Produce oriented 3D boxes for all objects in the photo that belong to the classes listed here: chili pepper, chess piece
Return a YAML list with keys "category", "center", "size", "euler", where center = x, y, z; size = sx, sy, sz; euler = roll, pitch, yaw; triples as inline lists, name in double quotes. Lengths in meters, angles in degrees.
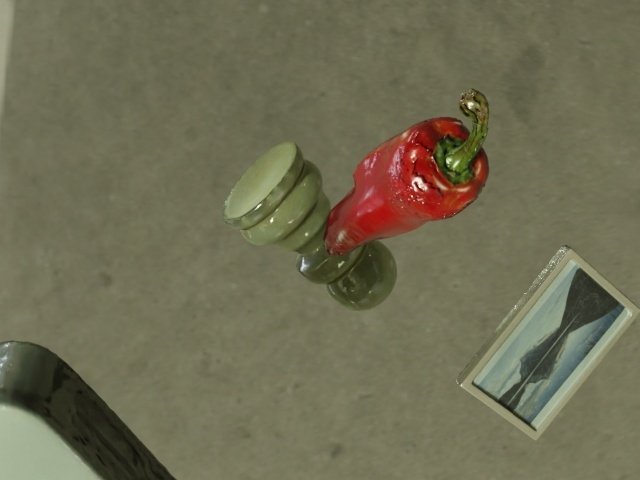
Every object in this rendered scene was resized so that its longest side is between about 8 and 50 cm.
- category: "chili pepper"
  center: [0.089, -0.056, 1.381]
  size: [0.387, 0.110, 0.110]
  euler: [-31, 73, 63]
- category: "chess piece"
  center: [0.000, 0.000, 1.742]
  size: [0.144, 0.144, 0.251]
  euler: [-32, 117, 31]

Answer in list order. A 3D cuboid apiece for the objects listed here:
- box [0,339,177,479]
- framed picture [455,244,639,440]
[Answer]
- category: "box"
  center: [-0.323, 0.304, 1.274]
  size: [0.396, 0.111, 0.396]
  euler: [-22, 122, 22]
- category: "framed picture"
  center: [0.268, 0.122, 1.484]
  size: [0.203, 0.150, 0.015]
  euler: [-51, 31, 2]
